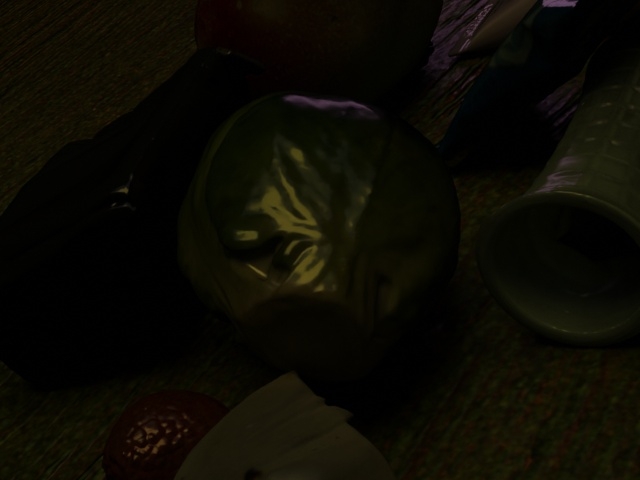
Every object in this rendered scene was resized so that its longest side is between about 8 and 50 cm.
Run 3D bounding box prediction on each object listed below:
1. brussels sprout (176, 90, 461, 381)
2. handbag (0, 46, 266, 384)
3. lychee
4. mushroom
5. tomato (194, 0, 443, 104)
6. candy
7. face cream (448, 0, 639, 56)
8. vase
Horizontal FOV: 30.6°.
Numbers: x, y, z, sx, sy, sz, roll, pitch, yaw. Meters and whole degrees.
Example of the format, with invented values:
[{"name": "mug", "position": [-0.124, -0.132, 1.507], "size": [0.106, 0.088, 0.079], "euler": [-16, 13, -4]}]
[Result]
[{"name": "brussels sprout", "position": [0.000, 0.000, 0.935], "size": [0.219, 0.210, 0.271], "euler": [21, 34, -13]}, {"name": "handbag", "position": [-0.169, -0.021, 1.126], "size": [0.275, 0.178, 0.302], "euler": [-24, 26, 30]}, {"name": "lychee", "position": [-0.098, 0.162, 0.881], "size": [0.114, 0.140, 0.101], "euler": [-60, 34, 14]}, {"name": "mushroom", "position": [-0.082, 0.227, 0.754], "size": [0.328, 0.122, 0.159], "euler": [-41, 24, -22]}, {"name": "tomato", "position": [0.005, -0.271, 1.329], "size": [0.239, 0.303, 0.303], "euler": [17, 47, 27]}, {"name": "candy", "position": [0.213, -0.184, 1.088], "size": [0.187, 0.077, 0.331], "euler": [-42, -6, -30]}, {"name": "face cream", "position": [0.281, -0.280, 1.324], "size": [0.273, 0.096, 0.154], "euler": [-12, 34, 43]}, {"name": "vase", "position": [0.240, -0.060, 0.960], "size": [0.143, 0.143, 0.299], "euler": [-3, 33, 30]}]
